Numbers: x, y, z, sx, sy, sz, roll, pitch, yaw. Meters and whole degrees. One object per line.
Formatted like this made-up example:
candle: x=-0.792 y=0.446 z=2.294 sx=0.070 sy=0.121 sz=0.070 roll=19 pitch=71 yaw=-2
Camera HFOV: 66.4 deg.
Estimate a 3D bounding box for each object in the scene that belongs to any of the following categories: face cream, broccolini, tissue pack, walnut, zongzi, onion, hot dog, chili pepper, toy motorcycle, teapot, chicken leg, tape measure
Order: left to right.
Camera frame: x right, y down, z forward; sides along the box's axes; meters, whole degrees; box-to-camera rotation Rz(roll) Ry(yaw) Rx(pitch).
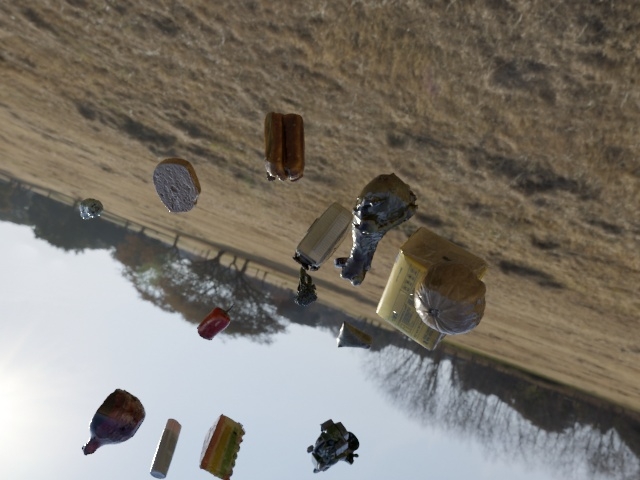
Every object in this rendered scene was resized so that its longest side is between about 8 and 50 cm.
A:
onion: x=-0.658 y=0.590 z=1.551 sx=0.140 sy=0.218 sz=0.195 roll=35 pitch=159 yaw=-8
face cream: x=-0.563 y=0.758 z=1.786 sx=0.057 sy=0.198 sz=0.084 roll=-8 pitch=128 yaw=11
chili pepper: x=-0.402 y=0.312 z=1.949 sx=0.084 sy=0.192 sz=0.086 roll=46 pitch=-175 yaw=20
hot dog: x=-0.137 y=-0.351 z=1.847 sx=0.159 sy=0.348 sz=0.117 roll=4 pitch=143 yaw=-13
broccolini: x=-0.067 y=0.154 z=1.743 sx=0.068 sy=0.091 sz=0.202 roll=36 pitch=-161 yaw=-33
tape measure: x=0.000 y=0.000 z=1.781 sx=0.133 sy=0.271 sz=0.231 roll=35 pitch=170 yaw=5
toy motorcycle: x=0.050 y=0.701 z=1.665 sx=0.125 sy=0.187 sz=0.274 roll=46 pitch=152 yaw=34
teapot: x=0.088 y=0.092 z=1.885 sx=0.068 sy=0.045 sz=0.100 roll=-5 pitch=163 yaw=16
zongzi: x=0.160 y=0.405 z=2.123 sx=0.160 sy=0.078 sz=0.176 roll=4 pitch=137 yaw=-10
chicken leg: x=0.156 y=-0.046 z=1.352 sx=0.140 sy=0.212 sz=0.361 roll=48 pitch=149 yaw=26
tissue pack: x=0.413 y=0.186 z=1.868 sx=0.293 sy=0.228 sz=0.381 roll=32 pitch=136 yaw=20
walnut: x=0.396 y=0.171 z=1.475 sx=0.228 sy=0.227 sz=0.228 roll=20 pitch=172 yaw=3

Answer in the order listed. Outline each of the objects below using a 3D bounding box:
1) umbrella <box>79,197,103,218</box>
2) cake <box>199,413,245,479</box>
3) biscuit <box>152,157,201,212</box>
umbrella: x=-0.711 y=-0.099 z=1.519 sx=0.062 sy=0.067 sz=0.144 roll=29 pitch=164 yaw=-36
cake: x=-0.321 y=0.668 z=1.544 sx=0.109 sy=0.090 sz=0.225 roll=40 pitch=-160 yaw=-11
biscuit: x=-0.393 y=-0.150 z=1.334 sx=0.142 sy=0.029 sz=0.220 roll=32 pitch=141 yaw=0
